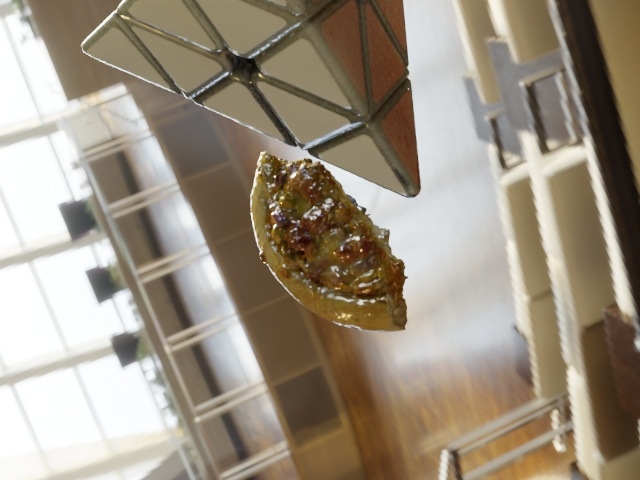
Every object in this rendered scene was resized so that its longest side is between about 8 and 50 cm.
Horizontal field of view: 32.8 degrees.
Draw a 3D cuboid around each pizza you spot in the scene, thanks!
[{"bbox_3d":[0.000,-0.001,1.074,0.246,0.127,0.058,64,-171,26],"label":"pizza"}]

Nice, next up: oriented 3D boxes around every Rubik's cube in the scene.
[{"bbox_3d":[-0.029,-0.186,0.835,0.229,0.233,0.228,57,138,44],"label":"Rubik's cube"}]
